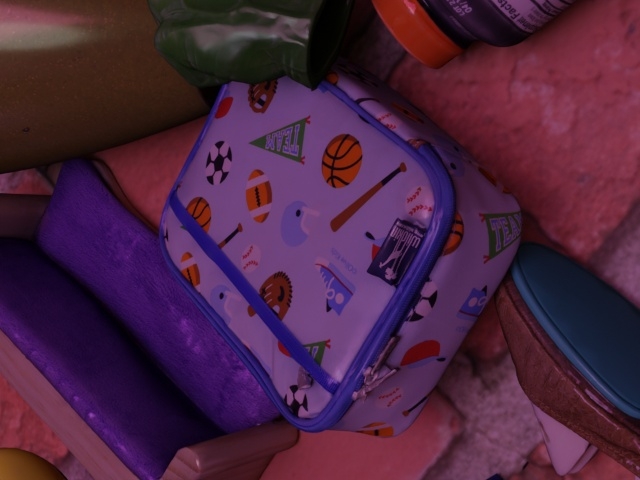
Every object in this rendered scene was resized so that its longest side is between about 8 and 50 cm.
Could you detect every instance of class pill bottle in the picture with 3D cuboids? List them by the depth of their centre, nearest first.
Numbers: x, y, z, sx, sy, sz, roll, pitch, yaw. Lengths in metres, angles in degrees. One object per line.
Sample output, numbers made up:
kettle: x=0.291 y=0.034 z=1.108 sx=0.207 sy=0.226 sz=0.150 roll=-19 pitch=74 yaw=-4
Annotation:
pill bottle: x=0.151 y=-0.228 z=0.831 sx=0.245 sy=0.130 sz=0.130 roll=-36 pitch=73 yaw=26

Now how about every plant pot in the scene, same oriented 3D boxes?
plant pot: x=-0.228 y=-0.181 z=1.000 sx=0.293 sy=0.275 sz=0.275 roll=2 pitch=92 yaw=15

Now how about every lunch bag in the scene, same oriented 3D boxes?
lunch bag: x=0.000 y=0.000 z=0.890 sx=0.303 sy=0.115 sz=0.243 roll=47 pitch=114 yaw=43

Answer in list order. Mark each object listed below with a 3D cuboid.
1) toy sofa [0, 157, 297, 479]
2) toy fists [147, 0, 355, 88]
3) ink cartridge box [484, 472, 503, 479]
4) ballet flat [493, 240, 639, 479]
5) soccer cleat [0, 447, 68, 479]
toy sofa: x=-0.190 y=0.082 z=1.024 sx=0.362 sy=0.150 sz=0.177 roll=41 pitch=111 yaw=24
toy fists: x=-0.031 y=-0.220 z=0.889 sx=0.142 sy=0.096 sz=0.279 roll=16 pitch=56 yaw=14
ink cartridge box: x=0.103 y=0.292 z=0.914 sx=0.097 sy=0.046 sz=0.207 roll=45 pitch=111 yaw=21
ballet flat: x=0.237 y=0.144 z=0.813 sx=0.342 sy=0.116 sz=0.124 roll=38 pitch=128 yaw=21
soccer cleat: x=-0.184 y=0.282 z=1.001 sx=0.121 sy=0.093 sz=0.289 roll=-15 pitch=117 yaw=33
